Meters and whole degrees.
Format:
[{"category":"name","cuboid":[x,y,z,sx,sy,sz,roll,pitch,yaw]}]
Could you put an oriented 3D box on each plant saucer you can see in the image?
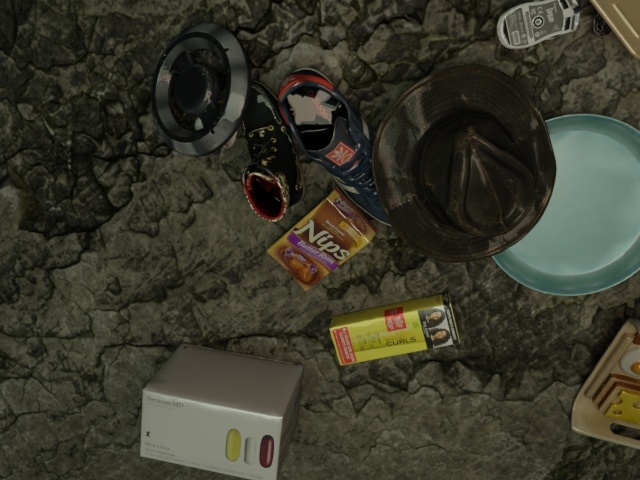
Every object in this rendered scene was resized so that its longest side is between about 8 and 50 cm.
[{"category":"plant saucer","cuboid":[0.434,-0.059,1.087,0.317,0.044,0.318,3,106,9]}]

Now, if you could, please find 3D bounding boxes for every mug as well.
[{"category":"mug","cuboid":[-0.189,-0.209,1.141,0.064,0.078,0.062,12,140,14]}]

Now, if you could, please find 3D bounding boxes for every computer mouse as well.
[{"category":"computer mouse","cuboid":[0.376,-0.363,1.009,0.192,0.042,0.106,-14,108,7]}]

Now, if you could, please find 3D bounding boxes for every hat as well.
[{"category":"hat","cuboid":[0.240,-0.101,0.984,0.331,0.134,0.332,-1,108,-3]}]

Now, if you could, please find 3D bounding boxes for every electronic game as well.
[{"category":"electronic game","cuboid":[-0.211,-0.260,1.086,0.229,0.048,0.230,-1,88,33]}]

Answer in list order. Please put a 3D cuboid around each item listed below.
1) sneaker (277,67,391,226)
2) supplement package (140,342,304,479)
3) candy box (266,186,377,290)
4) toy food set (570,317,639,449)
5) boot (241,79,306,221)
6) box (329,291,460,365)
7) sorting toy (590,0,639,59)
[{"category":"sneaker","cuboid":[0.052,-0.142,1.067,0.350,0.148,0.131,44,108,-5]},{"category":"supplement package","cuboid":[-0.183,0.323,1.210,0.261,0.204,0.145,9,107,7]},{"category":"candy box","cuboid":[0.000,0.000,1.136,0.109,0.053,0.186,45,127,-6]},{"category":"toy food set","cuboid":[0.594,0.269,1.084,0.219,0.092,0.306,13,133,6]},{"category":"boot","cuboid":[-0.095,-0.154,1.069,0.085,0.179,0.237,-17,104,13]},{"category":"box","cuboid":[0.140,0.168,1.190,0.232,0.058,0.088,-12,105,12]},{"category":"sorting toy","cuboid":[0.490,-0.408,0.957,0.193,0.038,0.208,-42,93,-3]}]
